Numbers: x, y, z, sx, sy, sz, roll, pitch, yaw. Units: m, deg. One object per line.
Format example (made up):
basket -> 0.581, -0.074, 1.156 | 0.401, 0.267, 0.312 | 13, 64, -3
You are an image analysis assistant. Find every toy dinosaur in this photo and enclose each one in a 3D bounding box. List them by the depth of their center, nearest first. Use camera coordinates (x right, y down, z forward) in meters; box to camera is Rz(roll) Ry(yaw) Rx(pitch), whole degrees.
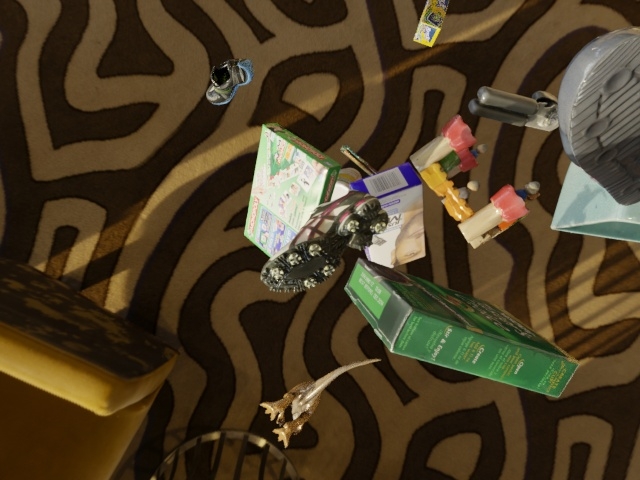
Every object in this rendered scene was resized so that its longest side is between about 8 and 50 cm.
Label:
toy dinosaur -> -0.019, 0.214, 0.561 | 0.112, 0.212, 0.064 | -28, 70, -42

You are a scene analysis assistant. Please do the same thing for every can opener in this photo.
can opener -> 0.511, -0.348, 1.045 | 0.283, 0.076, 0.095 | 7, 56, -16

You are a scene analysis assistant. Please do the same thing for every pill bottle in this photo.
pill bottle -> 0.080, -0.173, 1.365 | 0.117, 0.208, 0.118 | 7, 118, 13

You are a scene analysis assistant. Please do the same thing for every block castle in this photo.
block castle -> 0.447, -0.161, 1.154 | 0.212, 0.453, 0.303 | -35, 78, 19

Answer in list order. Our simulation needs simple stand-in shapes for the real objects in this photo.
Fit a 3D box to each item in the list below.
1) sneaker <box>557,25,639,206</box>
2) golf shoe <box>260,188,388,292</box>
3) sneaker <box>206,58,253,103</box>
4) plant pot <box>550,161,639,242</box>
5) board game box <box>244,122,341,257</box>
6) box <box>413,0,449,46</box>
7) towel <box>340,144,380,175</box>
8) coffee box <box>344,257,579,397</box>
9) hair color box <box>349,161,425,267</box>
sneaker -> 0.322, -0.143, 0.465 | 0.112, 0.318, 0.131 | -36, 54, 27
golf shoe -> 0.000, 0.000, 0.796 | 0.272, 0.120, 0.105 | -33, 128, -5
sneaker -> -0.226, -0.376, 0.945 | 0.078, 0.188, 0.067 | -3, 87, -37
plant pot -> 0.614, -0.131, 0.733 | 0.246, 0.248, 0.253 | 10, 90, 7
board game box -> -0.081, -0.087, 0.971 | 0.213, 0.318, 0.046 | 39, 41, 27
box -> 0.297, -0.595, 1.064 | 0.054, 0.059, 0.169 | 20, 67, -1
towel -> 0.197, -0.296, 1.657 | 0.271, 0.370, 0.040 | 37, 101, -8
coffee box -> 0.122, 0.075, 0.366 | 0.184, 0.113, 0.041 | 20, 101, -20
hair color box -> 0.214, -0.055, 1.240 | 0.185, 0.339, 0.110 | -20, 51, 1
